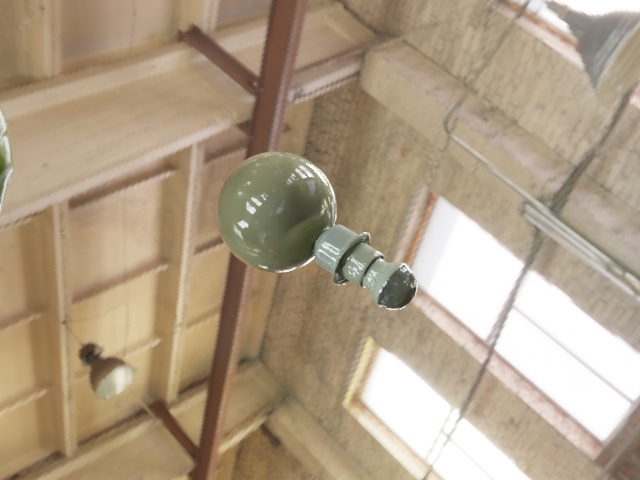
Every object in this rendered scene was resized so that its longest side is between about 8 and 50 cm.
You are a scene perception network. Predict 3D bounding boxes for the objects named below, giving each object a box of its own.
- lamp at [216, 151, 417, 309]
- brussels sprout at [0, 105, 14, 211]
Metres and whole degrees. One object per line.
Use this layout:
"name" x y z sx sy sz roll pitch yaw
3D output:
"lamp" 0.000 0.000 0.671 0.091 0.163 0.091 -43 -27 -28
"brussels sprout" -0.284 -0.042 0.567 0.180 0.144 0.161 -65 -26 -12
